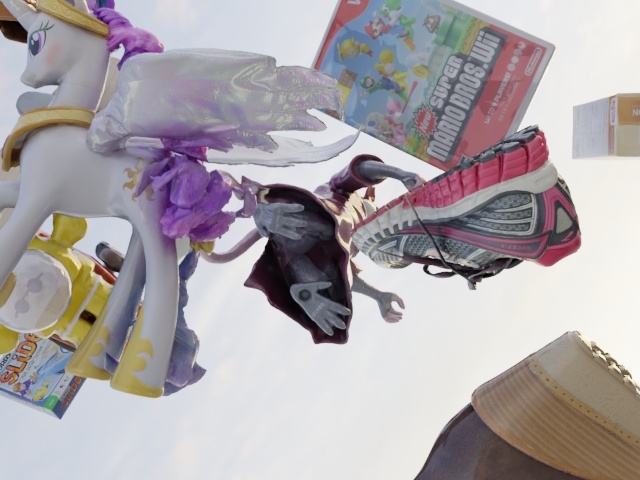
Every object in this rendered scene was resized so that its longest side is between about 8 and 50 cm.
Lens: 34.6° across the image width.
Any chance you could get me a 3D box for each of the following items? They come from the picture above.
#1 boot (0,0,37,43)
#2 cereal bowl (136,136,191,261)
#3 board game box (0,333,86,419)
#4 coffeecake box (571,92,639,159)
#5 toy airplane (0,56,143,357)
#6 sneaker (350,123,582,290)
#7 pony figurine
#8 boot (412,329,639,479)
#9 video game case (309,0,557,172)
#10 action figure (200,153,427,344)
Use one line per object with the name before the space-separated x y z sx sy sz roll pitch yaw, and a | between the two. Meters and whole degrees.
boot | -0.532 -0.428 1.567 0.283 0.109 0.220 17 -120 -65
cereal bowl | -0.313 -0.118 1.963 0.141 0.339 0.339 -21 -42 -12
board game box | -0.407 0.165 1.591 0.201 0.136 0.035 -62 -27 -28
coffeecake box | 0.368 -0.122 1.125 0.185 0.142 0.068 -93 3 -86
toy airplane | -0.350 0.014 1.111 0.384 0.272 0.386 -12 -72 -23
sneaker | 0.124 -0.007 0.957 0.121 0.112 0.299 -29 1 -21
pony figurine | -0.157 -0.056 0.895 0.303 0.351 0.363 70 -148 -81
boot | 0.164 0.197 0.618 0.207 0.248 0.090 -50 -6 17
video game case | 0.132 -0.215 1.332 0.204 0.285 0.025 -67 -14 16
action figure | 0.000 0.000 1.425 0.370 0.276 0.248 -56 -22 -69
